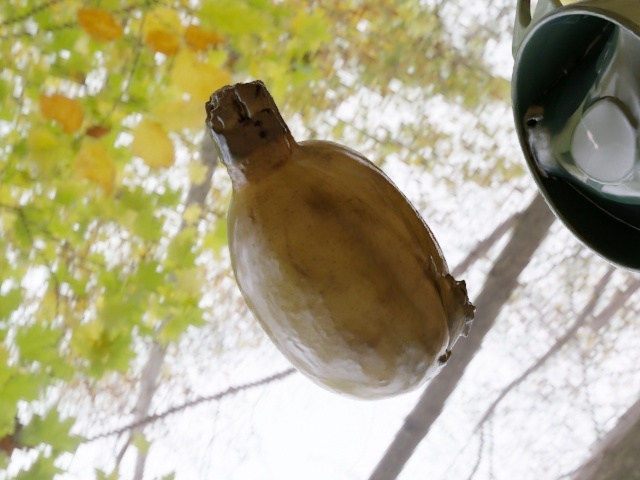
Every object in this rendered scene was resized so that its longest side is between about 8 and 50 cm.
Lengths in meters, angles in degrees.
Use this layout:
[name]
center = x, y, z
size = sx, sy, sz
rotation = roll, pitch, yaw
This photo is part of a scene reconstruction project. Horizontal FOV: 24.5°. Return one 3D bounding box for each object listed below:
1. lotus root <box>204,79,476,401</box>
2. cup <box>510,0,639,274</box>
[lotus root]
center = 0.000, 0.000, 1.266
size = 0.310, 0.182, 0.183
rotation = 54, -132, -22
[cup]
center = 0.430, -0.211, 1.670
size = 0.392, 0.310, 0.401
rotation = -27, -78, -27
